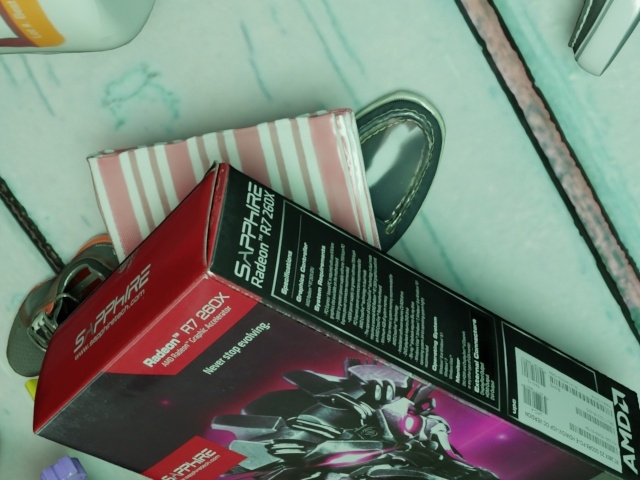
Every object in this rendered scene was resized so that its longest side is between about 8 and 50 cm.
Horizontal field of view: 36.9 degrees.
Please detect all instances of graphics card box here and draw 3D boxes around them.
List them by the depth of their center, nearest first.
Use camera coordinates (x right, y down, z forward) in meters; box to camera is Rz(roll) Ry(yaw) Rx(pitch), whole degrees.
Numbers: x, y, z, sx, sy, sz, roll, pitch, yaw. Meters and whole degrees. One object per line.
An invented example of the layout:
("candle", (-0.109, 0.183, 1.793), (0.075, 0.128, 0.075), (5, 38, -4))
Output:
("graphics card box", (0.018, 0.119, 0.671), (0.370, 0.094, 0.233), (28, 133, -26))

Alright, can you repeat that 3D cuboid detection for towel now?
("towel", (-0.057, -0.009, 0.674), (0.197, 0.029, 0.144), (-8, 107, 17))

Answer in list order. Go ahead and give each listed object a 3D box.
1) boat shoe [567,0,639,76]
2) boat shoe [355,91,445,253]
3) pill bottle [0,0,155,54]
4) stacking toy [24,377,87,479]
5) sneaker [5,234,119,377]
("boat shoe", (0.202, -0.221, 0.609), (0.076, 0.080, 0.229), (28, 117, 14))
("boat shoe", (0.000, 0.000, 0.718), (0.095, 0.079, 0.254), (42, 109, -4))
("pill bottle", (-0.314, -0.223, 0.590), (0.392, 0.224, 0.224), (-1, 112, 7))
("stacking toy", (-0.247, 0.218, 0.762), (0.221, 0.052, 0.167), (-31, 69, -15))
("sneaker", (-0.213, 0.060, 0.777), (0.061, 0.065, 0.158), (38, 111, -8))
